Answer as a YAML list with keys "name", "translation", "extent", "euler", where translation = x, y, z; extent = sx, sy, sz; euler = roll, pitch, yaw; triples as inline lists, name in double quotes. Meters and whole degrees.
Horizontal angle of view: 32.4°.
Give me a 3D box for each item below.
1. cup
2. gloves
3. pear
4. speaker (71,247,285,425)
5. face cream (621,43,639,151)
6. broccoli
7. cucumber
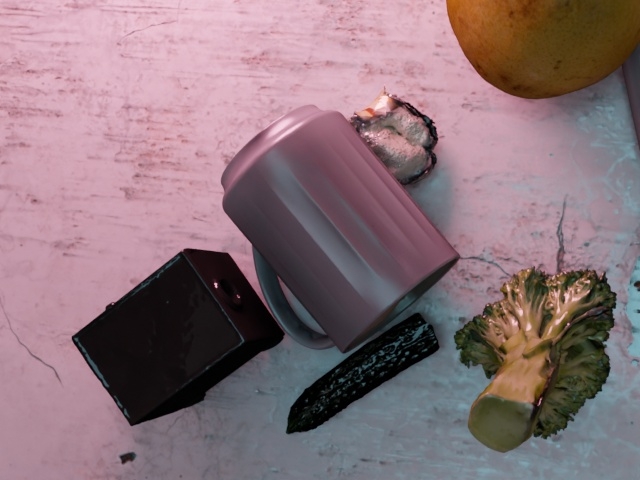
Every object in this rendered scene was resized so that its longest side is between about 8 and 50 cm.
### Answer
- name: "cup"
  translation: [0.000, 0.000, 1.708]
  extent: [0.327, 0.237, 0.323]
  euler: [49, 128, 10]
- name: "gloves"
  translation: [0.123, -0.162, 1.747]
  extent: [0.114, 0.070, 0.153]
  euler: [-40, 82, -14]
- name: "pear"
  translation: [0.332, -0.359, 1.590]
  extent: [0.314, 0.314, 0.314]
  euler: [-1, 87, 13]
- name: "speaker"
  translation: [-0.211, 0.142, 1.721]
  extent: [0.232, 0.254, 0.184]
  euler: [-37, 81, 10]
- name: "face cream"
  translation: [0.534, -0.270, 1.650]
  extent: [0.163, 0.080, 0.336]
  euler: [-13, 85, 14]
- name: "broccoli"
  translation: [0.286, 0.201, 1.561]
  extent: [0.221, 0.361, 0.252]
  euler: [45, 135, 5]
- name: "cucumber"
  translation: [0.058, 0.218, 1.747]
  extent: [0.300, 0.072, 0.072]
  euler: [-35, 80, 9]
